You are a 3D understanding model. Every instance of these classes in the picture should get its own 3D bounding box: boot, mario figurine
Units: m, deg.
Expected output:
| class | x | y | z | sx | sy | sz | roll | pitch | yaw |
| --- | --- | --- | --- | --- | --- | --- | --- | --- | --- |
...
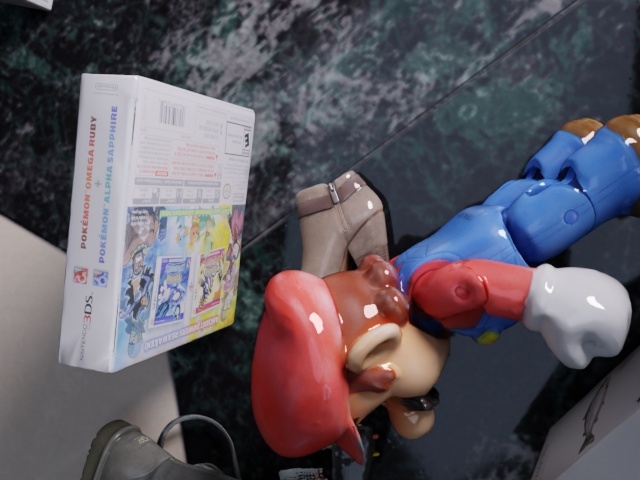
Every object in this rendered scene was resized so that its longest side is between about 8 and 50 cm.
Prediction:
| class | x | y | z | sx | sy | sz | roll | pitch | yaw |
| --- | --- | --- | --- | --- | --- | --- | --- | --- | --- |
| boot | -0.112 | 0.259 | 0.634 | 0.208 | 0.076 | 0.190 | 19 | 104 | 24 |
| mario figurine | 0.100 | 0.055 | 0.544 | 0.320 | 0.198 | 0.170 | -33 | 65 | -2 |
| boot | 0.000 | 0.000 | 0.644 | 0.118 | 0.042 | 0.087 | -26 | 82 | 11 |

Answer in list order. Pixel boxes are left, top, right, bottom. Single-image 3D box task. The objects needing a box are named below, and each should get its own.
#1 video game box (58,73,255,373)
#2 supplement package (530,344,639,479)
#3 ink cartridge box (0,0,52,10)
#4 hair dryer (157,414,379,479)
| class | x | y | z | sx | sy | sz | roll | pitch | yaw |
| --- | --- | --- | --- | --- | --- | --- | --- | --- | --- |
| video game box | -0.111 | -0.015 | 0.580 | 0.048 | 0.205 | 0.187 | 5 | 94 | 16 |
| supplement package | 0.239 | 0.140 | 0.532 | 0.105 | 0.105 | 0.179 | 37 | 125 | 8 |
| ink cartridge box | -0.272 | -0.271 | 0.675 | 0.088 | 0.052 | 0.123 | 13 | 95 | 11 |
| hair dryer | -0.020 | 0.285 | 0.660 | 0.223 | 0.080 | 0.294 | -10 | 89 | 33 |
